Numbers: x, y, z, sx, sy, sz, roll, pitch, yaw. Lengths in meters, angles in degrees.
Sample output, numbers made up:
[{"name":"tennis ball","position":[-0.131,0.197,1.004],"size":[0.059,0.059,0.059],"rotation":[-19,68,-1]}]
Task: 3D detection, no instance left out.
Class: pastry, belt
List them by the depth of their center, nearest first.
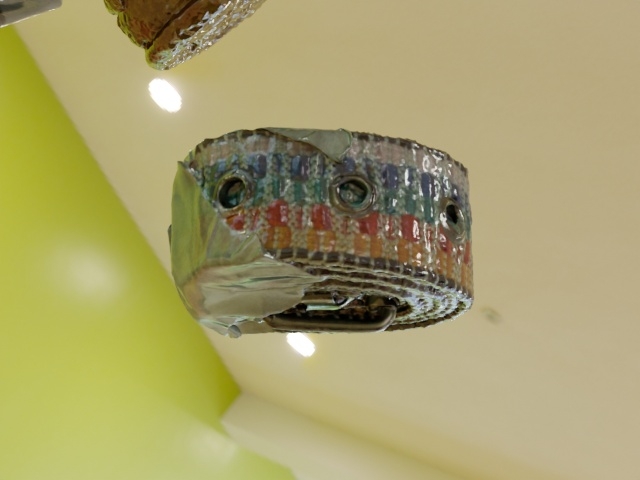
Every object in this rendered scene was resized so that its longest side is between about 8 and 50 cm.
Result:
[{"name":"belt","position":[0.000,0.000,0.836],"size":[0.257,0.150,0.207],"rotation":[2,-21,-2]},{"name":"pastry","position":[-0.113,-0.246,0.928],"size":[0.103,0.188,0.188],"rotation":[51,-29,-5]}]

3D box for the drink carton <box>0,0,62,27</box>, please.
[{"name":"drink carton","position":[-0.310,-0.338,0.947],"size":[0.191,0.185,0.189],"rotation":[43,-60,-3]}]
